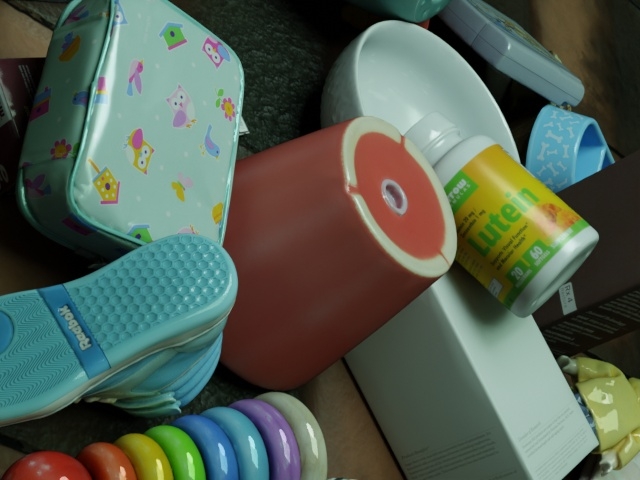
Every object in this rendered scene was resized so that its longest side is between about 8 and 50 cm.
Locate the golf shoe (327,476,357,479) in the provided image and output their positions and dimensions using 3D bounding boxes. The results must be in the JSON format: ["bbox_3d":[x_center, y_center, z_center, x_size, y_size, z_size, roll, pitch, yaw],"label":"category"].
[{"bbox_3d":[-0.004,0.331,1.277,0.067,0.086,0.186,42,44,-24],"label":"golf shoe"}]

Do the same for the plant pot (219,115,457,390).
[{"bbox_3d":[0.000,0.000,1.342,0.275,0.243,0.275,32,43,-36],"label":"plant pot"}]

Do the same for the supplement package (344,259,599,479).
[{"bbox_3d":[0.180,0.180,1.496,0.175,0.177,0.293,-24,85,-51],"label":"supplement package"}]

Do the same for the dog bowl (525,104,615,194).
[{"bbox_3d":[0.403,-0.096,1.889,0.297,0.074,0.166,45,59,-56],"label":"dog bowl"}]

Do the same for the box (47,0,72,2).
[{"bbox_3d":[-0.358,-0.387,1.366,0.183,0.056,0.231,-7,73,-48],"label":"box"}]

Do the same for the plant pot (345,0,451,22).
[{"bbox_3d":[0.106,-0.445,1.667,0.235,0.293,0.293,43,37,11],"label":"plant pot"}]

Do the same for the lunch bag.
[{"bbox_3d":[-0.183,-0.100,1.221,0.224,0.107,0.279,30,61,-46],"label":"lunch bag"}]

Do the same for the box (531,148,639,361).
[{"bbox_3d":[0.394,0.025,1.660,0.143,0.381,0.191,20,53,-39],"label":"box"}]

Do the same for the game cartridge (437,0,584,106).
[{"bbox_3d":[0.282,-0.324,1.909,0.198,0.062,0.297,28,19,-32],"label":"game cartridge"}]

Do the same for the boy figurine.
[{"bbox_3d":[0.393,0.243,1.709,0.285,0.092,0.177,-10,68,-38],"label":"boy figurine"}]

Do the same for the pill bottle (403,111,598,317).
[{"bbox_3d":[0.195,-0.037,1.418,0.245,0.136,0.136,44,36,16],"label":"pill bottle"}]

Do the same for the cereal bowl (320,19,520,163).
[{"bbox_3d":[0.122,-0.124,1.653,0.339,0.141,0.339,25,51,-35],"label":"cereal bowl"}]

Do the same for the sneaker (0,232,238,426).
[{"bbox_3d":[-0.226,0.128,1.145,0.319,0.208,0.127,-20,62,-15],"label":"sneaker"}]

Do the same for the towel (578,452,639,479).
[{"bbox_3d":[0.484,0.452,1.754,0.332,0.053,0.317,51,39,-10],"label":"towel"}]

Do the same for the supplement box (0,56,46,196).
[{"bbox_3d":[-0.257,-0.128,1.300,0.239,0.073,0.130,-11,77,-51],"label":"supplement box"}]

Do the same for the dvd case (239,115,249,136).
[{"bbox_3d":[-0.147,-0.163,1.488,0.119,0.013,0.087,-18,81,-50],"label":"dvd case"}]

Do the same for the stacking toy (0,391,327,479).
[{"bbox_3d":[-0.155,0.227,1.151,0.330,0.141,0.141,1,66,-42],"label":"stacking toy"}]

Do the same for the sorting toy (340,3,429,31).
[{"bbox_3d":[0.080,-0.443,1.867,0.126,0.127,0.366,2,58,-14],"label":"sorting toy"}]

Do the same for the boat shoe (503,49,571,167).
[{"bbox_3d":[0.365,-0.178,1.972,0.123,0.123,0.342,47,37,-19],"label":"boat shoe"}]
